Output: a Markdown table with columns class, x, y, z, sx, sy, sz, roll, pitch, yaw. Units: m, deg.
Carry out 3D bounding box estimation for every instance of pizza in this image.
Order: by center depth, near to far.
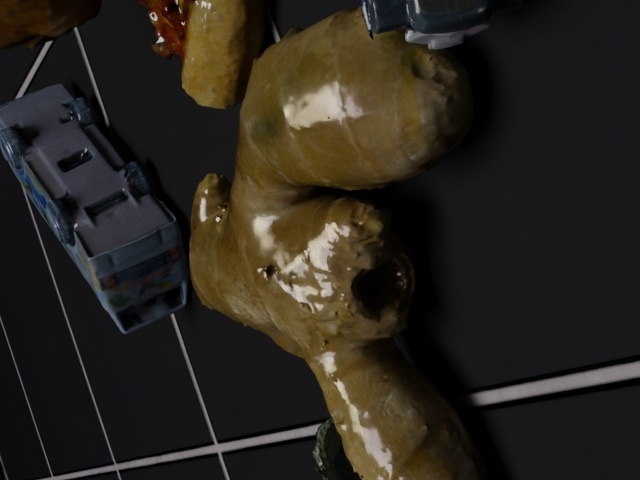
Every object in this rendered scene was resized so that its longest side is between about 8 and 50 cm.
| class | x | y | z | sx | sy | sz | roll | pitch | yaw |
| --- | --- | --- | --- | --- | --- | --- | --- | --- | --- |
| pizza | -0.121 | -0.253 | 1.100 | 0.229 | 0.081 | 0.289 | 42 | 145 | 51 |

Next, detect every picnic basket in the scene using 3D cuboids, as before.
| class | x | y | z | sx | sy | sz | roll | pitch | yaw |
| --- | --- | --- | --- | --- | --- | --- | --- | --- | --- |
| picnic basket | 0.028 | 0.168 | 1.088 | 0.083 | 0.065 | 0.083 | 91 | 160 | -74 |

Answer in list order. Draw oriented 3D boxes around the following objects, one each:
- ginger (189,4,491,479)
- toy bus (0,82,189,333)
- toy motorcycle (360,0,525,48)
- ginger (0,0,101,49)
| class | x | y | z | sx | sy | sz | roll | pitch | yaw |
| --- | --- | --- | --- | --- | --- | --- | --- | --- | --- |
| ginger | -0.015 | -0.005 | 0.991 | 0.348 | 0.122 | 0.363 | 27 | 140 | 49 |
| toy bus | -0.245 | -0.042 | 1.515 | 0.330 | 0.109 | 0.136 | 47 | 157 | 47 |
| toy motorcycle | 0.050 | -0.207 | 0.734 | 0.150 | 0.102 | 0.221 | -118 | 17 | -81 |
| ginger | -0.250 | -0.227 | 1.107 | 0.172 | 0.165 | 0.321 | 56 | 155 | 7 |
